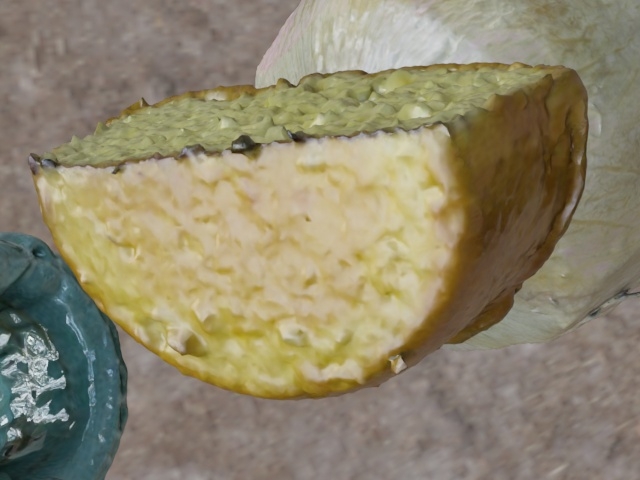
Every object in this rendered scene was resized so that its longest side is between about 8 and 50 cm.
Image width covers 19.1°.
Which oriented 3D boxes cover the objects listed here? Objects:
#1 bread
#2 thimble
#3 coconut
[{"bbox_3d":[0.000,0.000,1.140,0.340,0.194,0.179,-3,105,28],"label":"bread"},{"bbox_3d":[-0.242,0.115,1.349,0.143,0.198,0.235,-15,79,39],"label":"thimble"},{"bbox_3d":[0.125,-0.085,1.626,0.404,0.404,0.405,6,102,32],"label":"coconut"}]
